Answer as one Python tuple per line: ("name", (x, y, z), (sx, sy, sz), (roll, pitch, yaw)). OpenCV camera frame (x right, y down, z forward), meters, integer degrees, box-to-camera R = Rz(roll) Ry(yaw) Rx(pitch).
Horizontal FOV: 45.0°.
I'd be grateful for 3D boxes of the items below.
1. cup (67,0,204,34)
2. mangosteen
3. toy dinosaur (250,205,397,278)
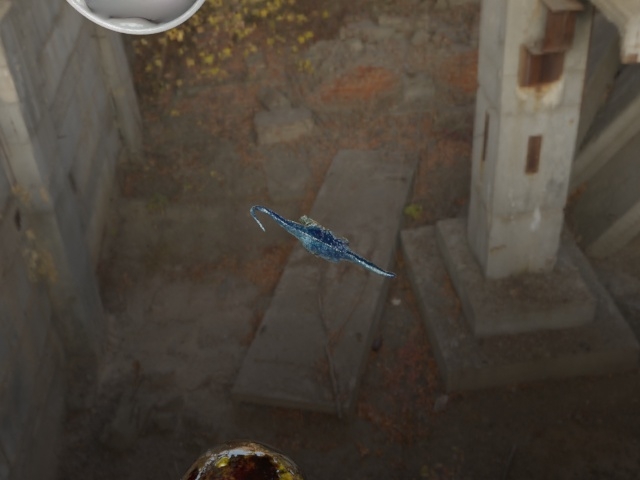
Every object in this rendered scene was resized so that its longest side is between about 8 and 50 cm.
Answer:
("cup", (-0.222, -0.431, 1.032), (0.213, 0.212, 0.317), (-3, 34, 3))
("mangosteen", (-0.110, 0.310, 0.813), (0.217, 0.192, 0.192), (-4, 36, -10))
("toy dinosaur", (0.001, 0.001, 1.744), (0.363, 0.076, 0.147), (27, -1, -14))
